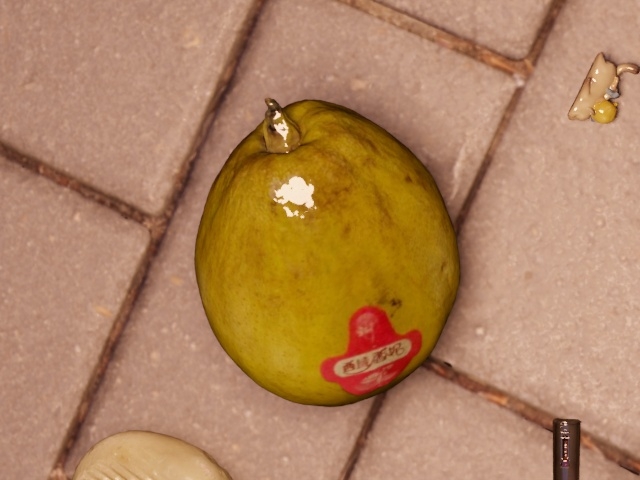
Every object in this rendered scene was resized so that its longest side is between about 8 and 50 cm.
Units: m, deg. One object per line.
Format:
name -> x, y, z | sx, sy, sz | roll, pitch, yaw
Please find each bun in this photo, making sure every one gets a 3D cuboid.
bun -> -0.181, 0.322, 2.006 | 0.231, 0.133, 0.231 | 2, 96, 19

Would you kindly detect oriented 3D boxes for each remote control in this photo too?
remote control -> 0.267, 0.240, 1.915 | 0.034, 0.016, 0.091 | 0, 88, 15

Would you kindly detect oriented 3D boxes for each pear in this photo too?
pear -> 0.000, 0.000, 1.859 | 0.287, 0.287, 0.375 | -3, 131, 19

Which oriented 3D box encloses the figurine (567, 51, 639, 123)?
figurine -> 0.307, -0.161, 1.907 | 0.050, 0.047, 0.083 | 27, 101, 8
